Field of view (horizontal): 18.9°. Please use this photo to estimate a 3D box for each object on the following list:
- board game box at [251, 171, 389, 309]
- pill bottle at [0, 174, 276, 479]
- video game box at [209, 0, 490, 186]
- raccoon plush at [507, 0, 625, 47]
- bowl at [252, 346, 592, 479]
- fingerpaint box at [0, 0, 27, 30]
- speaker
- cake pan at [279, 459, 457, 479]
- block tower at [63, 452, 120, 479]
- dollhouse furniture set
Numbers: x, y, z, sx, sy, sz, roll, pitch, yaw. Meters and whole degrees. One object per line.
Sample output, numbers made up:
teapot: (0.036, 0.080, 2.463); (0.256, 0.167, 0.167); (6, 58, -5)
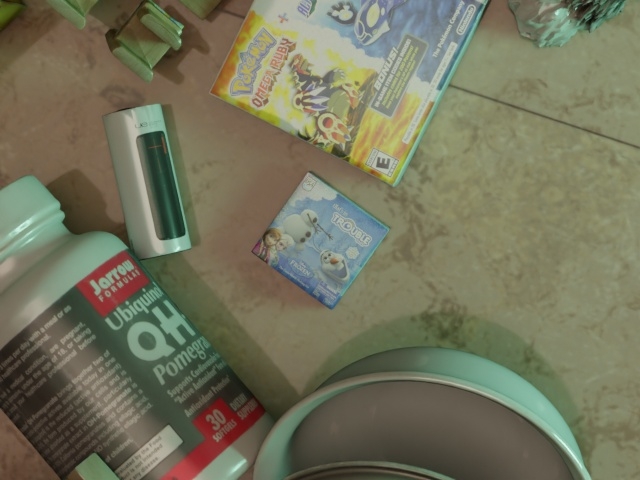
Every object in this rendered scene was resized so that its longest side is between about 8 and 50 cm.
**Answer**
board game box: (0.000, 0.000, 1.722); (0.090, 0.020, 0.090); (35, 95, 3)
pill bottle: (-0.198, 0.104, 1.671); (0.176, 0.176, 0.318); (-41, 89, 7)
video game box: (0.029, -0.179, 1.695); (0.187, 0.048, 0.205); (27, 96, 6)
raccoon plush: (0.370, -0.263, 1.526); (0.446, 0.299, 0.216); (-38, 90, 7)
bowl: (0.100, 0.196, 1.642); (0.298, 0.134, 0.298); (8, 124, 12)
fingerpaint box: (-0.553, -0.201, 1.694); (0.445, 0.163, 0.371); (-42, 88, 7)
speaker: (-0.156, -0.053, 1.718); (0.055, 0.055, 0.136); (-11, 92, 7)
cake pan: (0.057, 0.314, 1.620); (0.293, 0.054, 0.293); (8, 125, 11)
block tower: (-0.271, 0.312, 1.652); (0.091, 0.097, 0.335); (47, 128, 2)
dollhouse furniture set: (-0.172, -0.302, 1.685); (0.242, 0.161, 0.212); (39, 97, -20)
